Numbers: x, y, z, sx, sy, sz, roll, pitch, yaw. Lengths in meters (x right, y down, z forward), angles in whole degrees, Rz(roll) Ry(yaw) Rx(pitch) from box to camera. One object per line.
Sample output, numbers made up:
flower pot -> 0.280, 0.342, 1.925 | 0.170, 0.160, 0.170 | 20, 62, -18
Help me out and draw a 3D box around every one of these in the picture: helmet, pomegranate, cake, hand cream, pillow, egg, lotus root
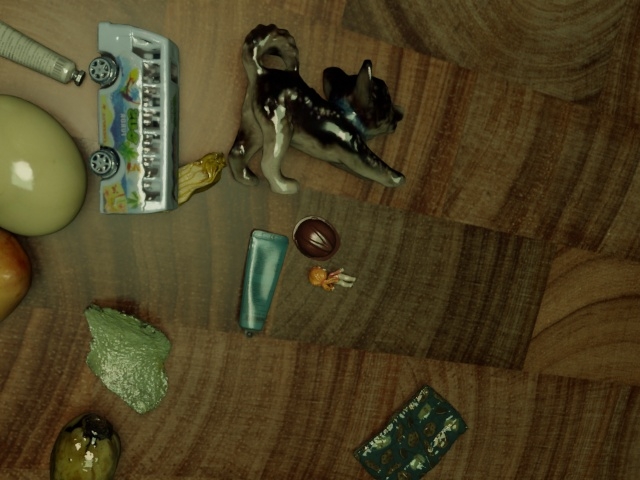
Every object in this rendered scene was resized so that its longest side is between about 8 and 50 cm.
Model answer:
helmet -> 0.000, 0.000, 1.201 | 0.111, 0.057, 0.089 | 34, 87, -20
pomegranate -> -0.594, 0.060, 0.966 | 0.192, 0.191, 0.191 | -3, 101, -16
cake -> -0.251, -0.105, 1.079 | 0.185, 0.116, 0.079 | -24, 104, -16
hand cream -> -0.510, -0.328, 0.997 | 0.195, 0.042, 0.067 | 26, 100, -14
pillow -> 0.223, 0.482, 1.372 | 0.255, 0.034, 0.189 | -44, 109, -5
egg -> -0.498, -0.124, 0.959 | 0.186, 0.186, 0.241 | -25, 96, -11
lotus root -> -0.457, 0.436, 1.106 | 0.139, 0.138, 0.213 | 9, 106, -18
hand cream -> -0.128, 0.092, 1.193 | 0.083, 0.048, 0.224 | 14, 90, -19

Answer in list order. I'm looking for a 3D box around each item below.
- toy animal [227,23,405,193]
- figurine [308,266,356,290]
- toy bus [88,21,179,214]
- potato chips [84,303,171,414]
toy animal -> 0.008, -0.248, 1.087 | 0.345, 0.194, 0.302 | -6, 108, -21
figurine -> 0.027, 0.084, 1.234 | 0.109, 0.047, 0.064 | 12, 120, -25
toy bus -> -0.323, -0.209, 1.012 | 0.136, 0.109, 0.329 | 2, 96, 4
potato chips -> -0.380, 0.232, 1.132 | 0.167, 0.059, 0.228 | -2, 106, -10
